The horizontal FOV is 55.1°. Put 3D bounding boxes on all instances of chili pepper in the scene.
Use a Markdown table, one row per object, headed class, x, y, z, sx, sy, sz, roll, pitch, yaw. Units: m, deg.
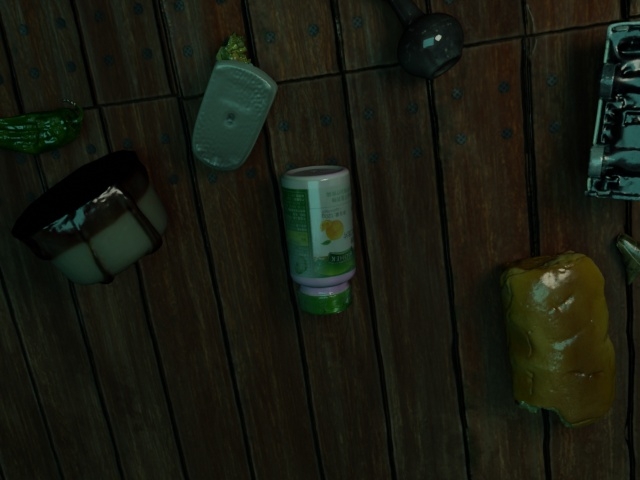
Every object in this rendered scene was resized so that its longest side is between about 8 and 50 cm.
| class | x | y | z | sx | sy | sz | roll | pitch | yaw |
| --- | --- | --- | --- | --- | --- | --- | --- | --- | --- |
| chili pepper | -0.583 | -0.225 | 1.246 | 0.256 | 0.074 | 0.100 | -5 | 106 | 12 |

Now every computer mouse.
| class | x | y | z | sx | sy | sz | roll | pitch | yaw |
| --- | --- | --- | --- | --- | --- | --- | --- | --- | --- |
| computer mouse | -0.169 | -0.233 | 1.159 | 0.127 | 0.079 | 0.231 | 22 | 121 | -15 |

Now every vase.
| class | x | y | z | sx | sy | sz | roll | pitch | yaw |
| --- | --- | --- | --- | --- | --- | --- | --- | --- | --- |
| vase | 0.166 | -0.372 | 1.062 | 0.120 | 0.120 | 0.183 | -35 | 84 | 17 |

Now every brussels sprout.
| class | x | y | z | sx | sy | sz | roll | pitch | yaw |
| --- | --- | --- | --- | --- | --- | --- | --- | --- | --- |
| brussels sprout | -0.165 | -0.345 | 1.143 | 0.058 | 0.085 | 0.085 | 22 | 109 | 5 |

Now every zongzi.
| class | x | y | z | sx | sy | sz | roll | pitch | yaw |
| --- | --- | --- | --- | --- | --- | --- | --- | --- | --- |
| zongzi | 0.573 | 0.035 | 1.153 | 0.076 | 0.040 | 0.083 | 32 | 127 | 6 |

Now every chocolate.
| class | x | y | z | sx | sy | sz | roll | pitch | yaw |
| --- | --- | --- | --- | --- | --- | --- | --- | --- | --- |
| chocolate | -0.427 | -0.026 | 1.198 | 0.283 | 0.284 | 0.186 | -19 | 121 | 14 |

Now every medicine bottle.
| class | x | y | z | sx | sy | sz | roll | pitch | yaw |
| --- | --- | --- | --- | --- | --- | --- | --- | --- | --- |
| medicine bottle | 0.000 | 0.000 | 1.184 | 0.133 | 0.133 | 0.275 | -1 | 107 | 10 |

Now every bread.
| class | x | y | z | sx | sy | sz | roll | pitch | yaw |
| --- | --- | --- | --- | --- | --- | --- | --- | --- | --- |
| bread | 0.445 | 0.189 | 1.155 | 0.195 | 0.149 | 0.344 | -11 | 105 | 13 |

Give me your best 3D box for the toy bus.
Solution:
| class | x | y | z | sx | sy | sz | roll | pitch | yaw |
| --- | --- | --- | --- | --- | --- | --- | --- | --- | --- |
| toy bus | 0.522 | -0.213 | 1.016 | 0.133 | 0.164 | 0.276 | 8 | 108 | 22 |
